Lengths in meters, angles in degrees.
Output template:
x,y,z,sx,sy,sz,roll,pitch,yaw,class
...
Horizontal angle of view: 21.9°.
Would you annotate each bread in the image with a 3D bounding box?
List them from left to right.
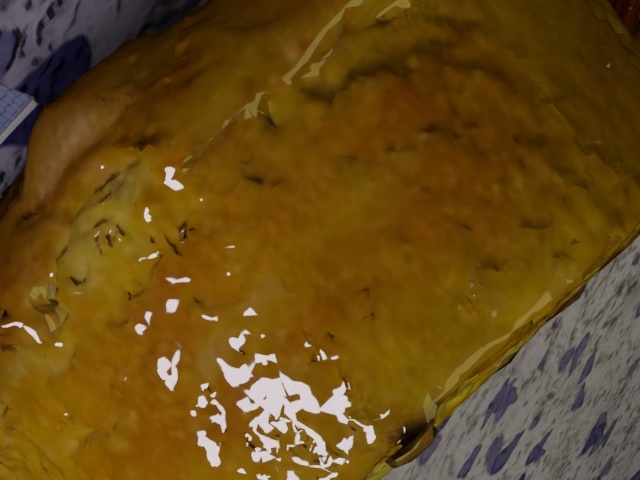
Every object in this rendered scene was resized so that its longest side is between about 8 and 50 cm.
x,y,z,sx,sy,sz,roll,pitch,yaw,class
0.000,0.000,0.783,0.398,0.215,0.398,-41,171,-8,bread

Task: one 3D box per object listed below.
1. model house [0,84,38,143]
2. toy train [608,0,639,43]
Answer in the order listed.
x,y,z,sx,sy,sz,roll,pitch,yaw,class
-0.188,-0.015,0.650,0.167,0.088,0.117,-49,153,-20,model house
0.142,-0.189,0.980,0.231,0.163,0.369,-28,143,-40,toy train
